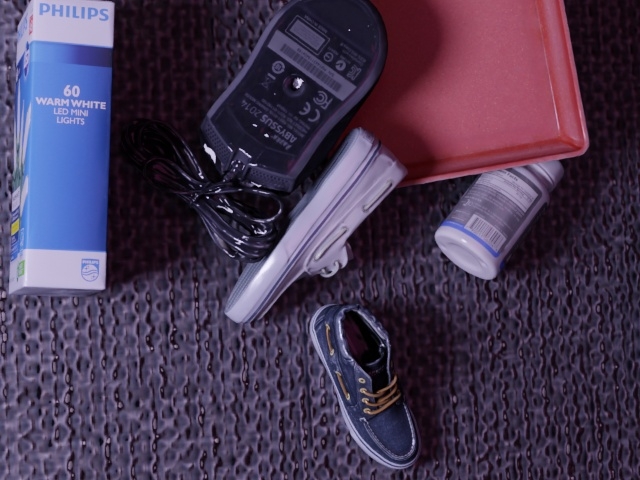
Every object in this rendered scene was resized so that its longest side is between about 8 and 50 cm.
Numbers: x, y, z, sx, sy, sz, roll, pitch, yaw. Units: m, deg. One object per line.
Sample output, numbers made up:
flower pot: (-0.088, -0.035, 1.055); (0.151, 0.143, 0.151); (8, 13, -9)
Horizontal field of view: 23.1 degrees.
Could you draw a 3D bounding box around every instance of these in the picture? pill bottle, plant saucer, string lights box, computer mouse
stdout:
pill bottle: (0.185, -0.035, 1.600); (0.078, 0.078, 0.137); (41, 74, -10)
plant saucer: (0.120, -0.190, 1.575); (0.258, 0.048, 0.259); (-10, 87, 2)
string lights box: (-0.238, -0.081, 1.437); (0.076, 0.133, 0.260); (2, 84, -17)
computer mouse: (-0.044, -0.127, 1.517); (0.188, 0.072, 0.272); (42, 87, 10)

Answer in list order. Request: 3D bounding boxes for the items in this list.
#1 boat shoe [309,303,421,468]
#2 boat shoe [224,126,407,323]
boat shoe: (0.051, 0.145, 1.537); (0.065, 0.083, 0.183); (-31, 95, -18)
boat shoe: (0.000, 0.000, 1.515); (0.075, 0.083, 0.226); (37, 94, -12)
